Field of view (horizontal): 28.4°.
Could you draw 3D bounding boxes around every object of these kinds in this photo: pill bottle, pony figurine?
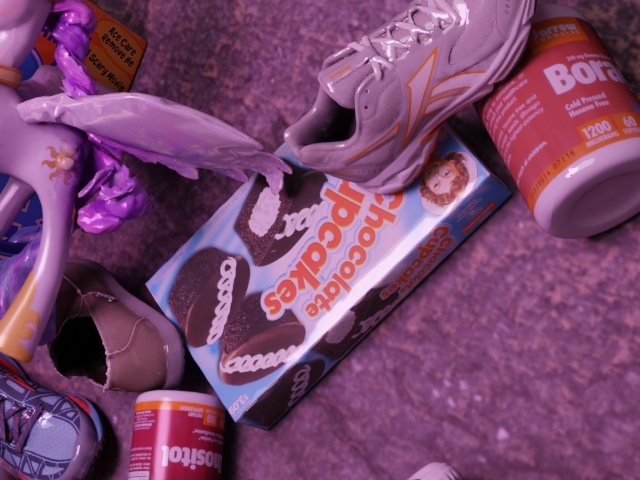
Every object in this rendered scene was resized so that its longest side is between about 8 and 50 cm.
[{"bbox_3d":[-0.135,0.219,1.167,0.086,0.086,0.152,-7,71,30],"label":"pill bottle"},{"bbox_3d":[-0.250,-0.086,1.147,0.303,0.351,0.363,20,82,56],"label":"pony figurine"},{"bbox_3d":[0.194,-0.119,1.061,0.121,0.121,0.216,-34,60,18],"label":"pill bottle"}]

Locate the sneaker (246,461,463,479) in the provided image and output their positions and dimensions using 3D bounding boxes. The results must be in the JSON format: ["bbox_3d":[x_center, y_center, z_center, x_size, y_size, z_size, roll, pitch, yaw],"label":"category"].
[{"bbox_3d":[0.000,0.237,1.072,0.153,0.094,0.235,48,111,25],"label":"sneaker"}]

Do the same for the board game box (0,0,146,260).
[{"bbox_3d":[-0.480,-0.152,1.341,0.356,0.356,0.356,17,83,34],"label":"board game box"}]

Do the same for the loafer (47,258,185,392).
[{"bbox_3d":[-0.233,0.082,1.242,0.251,0.087,0.094,19,113,47],"label":"loafer"}]

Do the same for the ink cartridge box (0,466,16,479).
[{"bbox_3d":[-0.415,0.357,1.224,0.207,0.117,0.283,-7,62,9],"label":"ink cartridge box"}]

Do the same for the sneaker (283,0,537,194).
[{"bbox_3d":[0.068,-0.142,1.026,0.262,0.121,0.099,-56,46,30],"label":"sneaker"}]

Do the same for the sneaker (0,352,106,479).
[{"bbox_3d":[-0.332,0.175,1.278,0.262,0.125,0.104,22,86,35],"label":"sneaker"}]

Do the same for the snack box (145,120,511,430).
[{"bbox_3d":[0.000,0.000,1.176,0.322,0.060,0.187,-45,56,10],"label":"snack box"}]
